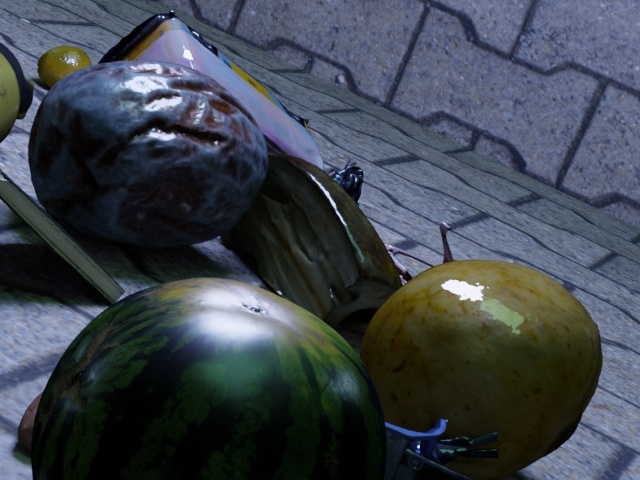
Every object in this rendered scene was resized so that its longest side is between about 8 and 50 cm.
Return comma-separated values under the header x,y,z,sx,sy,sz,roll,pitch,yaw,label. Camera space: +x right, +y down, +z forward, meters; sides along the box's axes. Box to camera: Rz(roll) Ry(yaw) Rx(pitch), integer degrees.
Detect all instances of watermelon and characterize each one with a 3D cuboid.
x,y,z,sx,sy,sz,roll,pitch,yaw,label
-0.082,0.152,1.015,0.269,0.269,0.269,21,15,-6,watermelon

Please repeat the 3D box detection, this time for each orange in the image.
x,y,z,sx,sy,sz,roll,pitch,yaw,label
-0.442,-0.296,2.400,0.095,0.085,0.085,15,15,-1,orange

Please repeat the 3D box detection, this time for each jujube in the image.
x,y,z,sx,sy,sz,roll,pitch,yaw,label
-0.223,-0.112,1.749,0.308,0.246,0.215,23,33,-55,jujube

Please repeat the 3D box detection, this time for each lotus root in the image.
x,y,z,sx,sy,sz,roll,pitch,yaw,label
0.003,0.001,1.845,0.142,0.210,0.314,-4,42,-37,lotus root

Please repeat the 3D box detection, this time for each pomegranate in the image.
x,y,z,sx,sy,sz,roll,pitch,yaw,label
0.170,0.133,1.475,0.260,0.260,0.260,21,15,-6,pomegranate

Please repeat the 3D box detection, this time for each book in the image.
x,y,z,sx,sy,sz,roll,pitch,yaw,label
-0.320,-0.030,1.533,0.160,0.024,0.228,37,-10,44,book

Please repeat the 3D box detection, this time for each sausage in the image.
x,y,z,sx,sy,sz,roll,pitch,yaw,label
-0.221,0.146,1.238,0.047,0.040,0.177,68,18,-3,sausage

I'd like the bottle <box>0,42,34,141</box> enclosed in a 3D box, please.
x,y,z,sx,sy,sz,roll,pitch,yaw,label
-0.474,-0.181,1.783,0.171,0.171,0.351,21,12,-6,bottle

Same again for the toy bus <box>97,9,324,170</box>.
x,y,z,sx,sy,sz,roll,pitch,yaw,label
-0.146,-0.153,2.034,0.386,0.171,0.162,34,26,-47,toy bus

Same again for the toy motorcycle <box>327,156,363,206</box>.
x,y,z,sx,sy,sz,roll,pitch,yaw,label
0.015,-0.039,1.992,0.058,0.173,0.100,18,24,-20,toy motorcycle

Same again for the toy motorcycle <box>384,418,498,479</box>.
x,y,z,sx,sy,sz,roll,pitch,yaw,label
0.015,0.186,1.281,0.358,0.125,0.212,23,11,9,toy motorcycle

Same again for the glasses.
x,y,z,sx,sy,sz,roll,pitch,yaw,label
0.131,0.029,1.946,0.162,0.095,0.255,31,-15,46,glasses
